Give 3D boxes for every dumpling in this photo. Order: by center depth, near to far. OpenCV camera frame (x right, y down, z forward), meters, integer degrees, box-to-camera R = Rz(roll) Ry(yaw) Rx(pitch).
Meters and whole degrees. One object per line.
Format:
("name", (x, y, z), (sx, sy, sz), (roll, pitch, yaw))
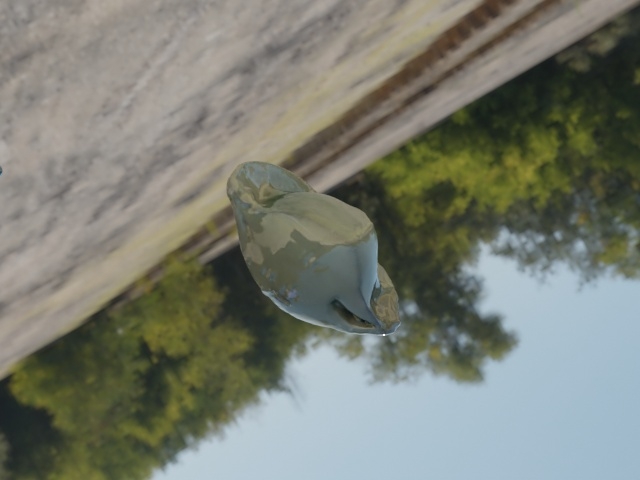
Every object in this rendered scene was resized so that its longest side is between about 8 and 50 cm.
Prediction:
("dumpling", (0.000, 0.001, 0.463), (0.059, 0.077, 0.043), (-64, 177, -57))

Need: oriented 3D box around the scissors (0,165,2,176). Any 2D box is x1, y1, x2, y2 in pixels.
("scissors", (-0.242, -0.055, 0.807), (0.036, 0.083, 0.006), (-29, 139, -52))
